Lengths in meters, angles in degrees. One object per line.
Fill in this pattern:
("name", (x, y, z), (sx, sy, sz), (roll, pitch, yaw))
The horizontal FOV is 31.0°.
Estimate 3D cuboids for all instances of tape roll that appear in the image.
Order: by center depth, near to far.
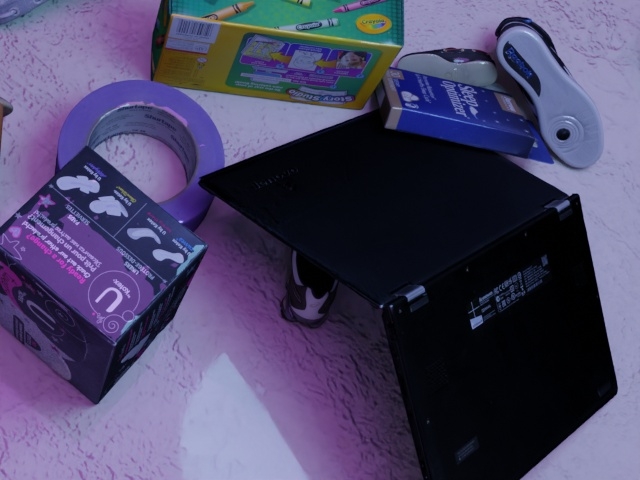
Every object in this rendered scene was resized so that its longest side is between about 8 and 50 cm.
("tape roll", (-0.210, -0.085, 1.337), (0.189, 0.080, 0.189), (5, 69, -13))

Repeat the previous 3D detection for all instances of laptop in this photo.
("laptop", (0.120, 0.061, 1.337), (0.382, 0.236, 0.407), (-26, 106, -44))

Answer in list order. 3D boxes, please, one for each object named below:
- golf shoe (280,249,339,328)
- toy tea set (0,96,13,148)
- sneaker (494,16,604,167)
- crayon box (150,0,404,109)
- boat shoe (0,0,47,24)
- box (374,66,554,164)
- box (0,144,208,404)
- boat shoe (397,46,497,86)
("golf shoe", (0.000, 0.000, 1.357), (0.077, 0.094, 0.198), (6, 67, -12))
("toy tea set", (-0.495, -0.123, 1.207), (0.336, 0.200, 0.124), (-4, 79, -17))
("sneaker", (0.309, -0.208, 1.533), (0.217, 0.079, 0.121), (55, 22, -18))
("crayon box", (-0.056, -0.243, 1.394), (0.279, 0.165, 0.081), (5, 68, -14))
("boat shoe", (-0.275, -0.367, 1.422), (0.320, 0.103, 0.118), (-30, 41, -27))
("box", (0.183, -0.160, 1.462), (0.225, 0.036, 0.136), (12, 29, -12))
("box", (-0.238, 0.044, 1.186), (0.163, 0.247, 0.142), (39, 64, 2))
("boat shoe", (0.165, -0.229, 1.521), (0.133, 0.048, 0.042), (1, 36, -6))
